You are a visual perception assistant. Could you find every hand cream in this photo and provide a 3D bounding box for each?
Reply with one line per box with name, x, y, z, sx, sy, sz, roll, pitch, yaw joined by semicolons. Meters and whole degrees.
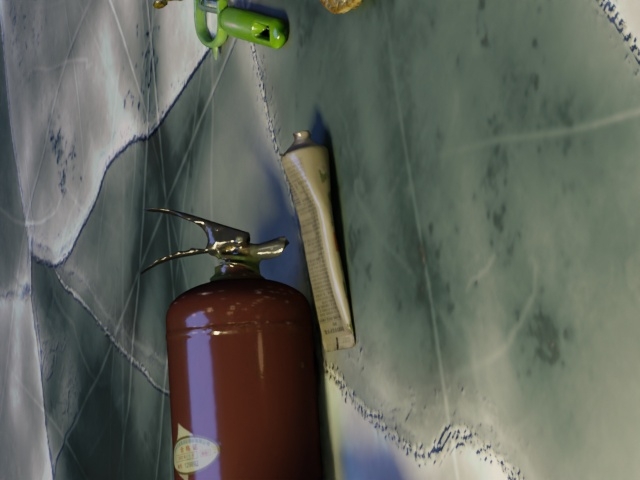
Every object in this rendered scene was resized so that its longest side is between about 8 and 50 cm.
hand cream;0.000;0.000;1.361;0.057;0.037;0.165;161;99;-67

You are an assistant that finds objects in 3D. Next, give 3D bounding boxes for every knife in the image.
knife;-0.070;-0.172;1.528;0.212;0.015;0.054;-155;65;-65

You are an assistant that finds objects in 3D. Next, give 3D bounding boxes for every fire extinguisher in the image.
fire extinguisher;-0.065;0.139;1.389;0.114;0.135;0.337;41;-134;-81

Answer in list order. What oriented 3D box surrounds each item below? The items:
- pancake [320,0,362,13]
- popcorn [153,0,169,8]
pancake;0.015;-0.239;1.304;0.158;0.028;0.158;178;90;-71
popcorn;-0.156;-0.280;1.496;0.168;0.195;0.173;-13;84;59
